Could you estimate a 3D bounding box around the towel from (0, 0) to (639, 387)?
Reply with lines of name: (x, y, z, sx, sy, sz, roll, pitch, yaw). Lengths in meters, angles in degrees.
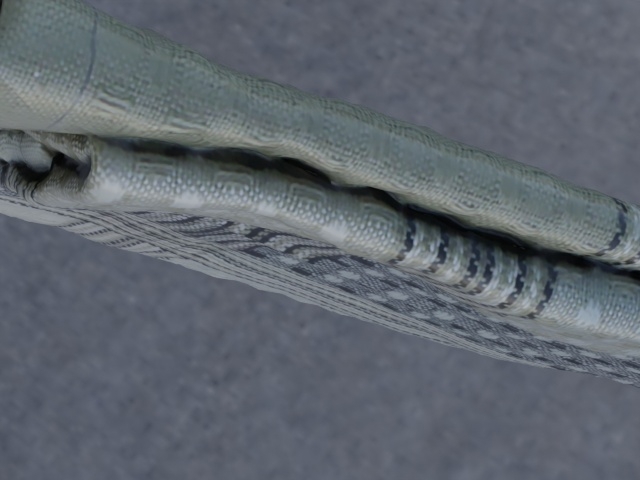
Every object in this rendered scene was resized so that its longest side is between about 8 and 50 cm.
towel: (0.000, 0.000, 0.554, 0.324, 0.312, 0.056, 19, 88, -25)
